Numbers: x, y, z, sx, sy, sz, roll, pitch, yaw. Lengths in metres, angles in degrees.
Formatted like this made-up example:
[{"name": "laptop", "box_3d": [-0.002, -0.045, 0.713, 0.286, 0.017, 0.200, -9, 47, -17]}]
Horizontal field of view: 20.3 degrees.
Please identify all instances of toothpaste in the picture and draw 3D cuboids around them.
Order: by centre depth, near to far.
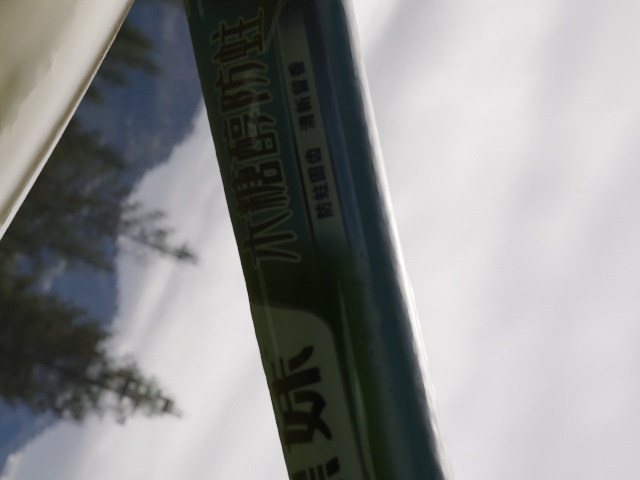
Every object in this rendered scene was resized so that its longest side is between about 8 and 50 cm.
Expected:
[{"name": "toothpaste", "box_3d": [0.000, 0.000, 0.722, 0.099, 0.061, 0.392, -23, -105, 42]}]

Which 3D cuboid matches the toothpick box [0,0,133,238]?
[{"name": "toothpick box", "box_3d": [-0.127, -0.060, 0.363, 0.271, 0.175, 0.175, -61, -174, -33]}]
